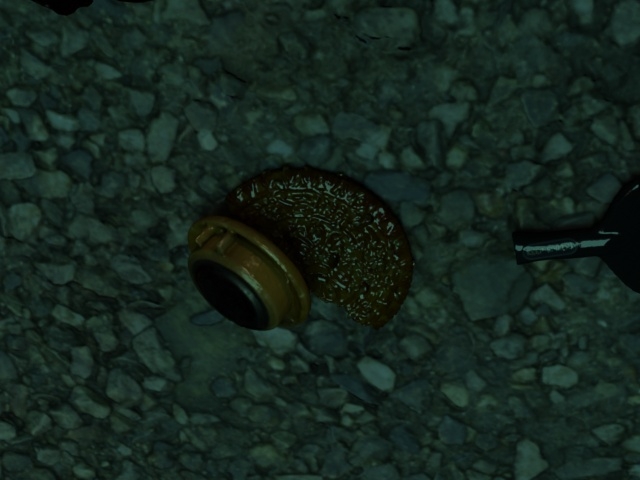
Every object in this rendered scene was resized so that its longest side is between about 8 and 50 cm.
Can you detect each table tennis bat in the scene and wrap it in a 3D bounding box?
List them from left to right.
[{"bbox_3d":[0.296,-0.003,1.222,0.236,0.027,0.150,-5,122,12],"label":"table tennis bat"}]

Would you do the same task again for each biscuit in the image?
[{"bbox_3d":[0.013,-0.002,1.278,0.206,0.025,0.126,39,122,-14],"label":"biscuit"}]

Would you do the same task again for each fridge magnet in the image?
[{"bbox_3d":[-0.072,0.035,1.277,0.143,0.063,0.143,29,148,20],"label":"fridge magnet"}]

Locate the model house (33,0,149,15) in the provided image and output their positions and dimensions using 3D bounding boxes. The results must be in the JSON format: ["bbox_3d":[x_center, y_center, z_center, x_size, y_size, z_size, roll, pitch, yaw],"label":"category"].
[{"bbox_3d":[-0.247,-0.321,1.037,0.317,0.297,0.282,7,153,-45],"label":"model house"}]
